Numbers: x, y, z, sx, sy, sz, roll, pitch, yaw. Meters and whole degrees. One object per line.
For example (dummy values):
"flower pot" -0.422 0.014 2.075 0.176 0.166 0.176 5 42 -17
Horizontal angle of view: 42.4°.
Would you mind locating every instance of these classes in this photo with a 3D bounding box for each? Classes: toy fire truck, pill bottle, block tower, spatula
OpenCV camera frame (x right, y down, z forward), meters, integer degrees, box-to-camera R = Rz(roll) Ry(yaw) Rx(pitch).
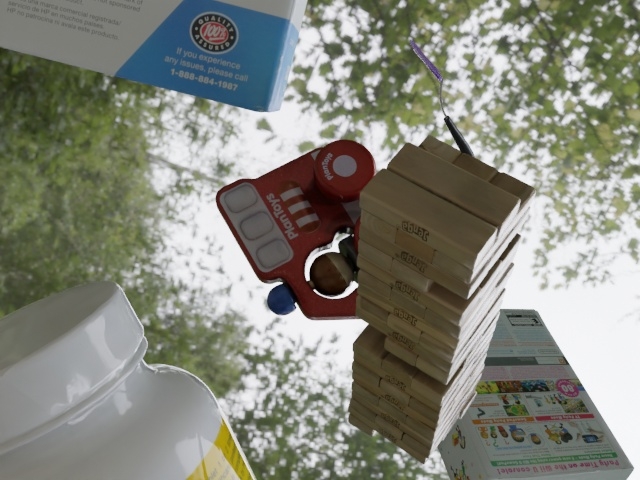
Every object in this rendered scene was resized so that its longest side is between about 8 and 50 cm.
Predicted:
"toy fire truck" 0.000 0.000 1.340 0.302 0.254 0.169 60 -11 14
"pill bottle" -0.122 0.204 0.533 0.188 0.188 0.334 -1 -64 55
"block tower" 0.087 0.065 0.670 0.097 0.091 0.335 31 -31 20
"spatula" 0.248 -0.267 1.635 0.030 0.296 0.084 -23 -156 13

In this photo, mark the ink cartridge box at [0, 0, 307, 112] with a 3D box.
"ink cartridge box" -0.105 -0.274 0.638 0.129 0.223 0.307 -73 177 -80

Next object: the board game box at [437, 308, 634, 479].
"board game box" 0.264 0.233 1.177 0.303 0.224 0.097 -110 -152 -48
